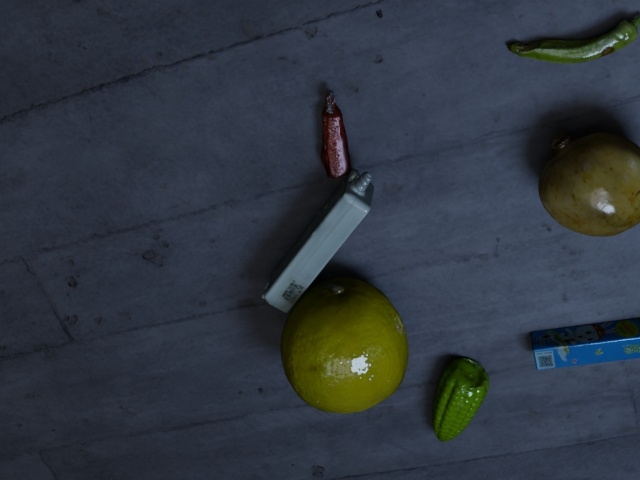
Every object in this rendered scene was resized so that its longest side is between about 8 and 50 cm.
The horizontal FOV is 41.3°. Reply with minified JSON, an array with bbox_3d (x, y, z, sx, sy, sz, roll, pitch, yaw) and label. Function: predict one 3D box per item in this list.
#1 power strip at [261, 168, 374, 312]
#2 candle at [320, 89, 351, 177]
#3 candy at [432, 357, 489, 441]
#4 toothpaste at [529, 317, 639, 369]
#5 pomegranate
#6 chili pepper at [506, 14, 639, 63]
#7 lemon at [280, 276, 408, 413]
[{"bbox_3d":[0.000,0.000,1.547,0.058,0.098,0.338,32,120,-9],"label":"power strip"},{"bbox_3d":[0.020,-0.181,1.464,0.053,0.048,0.162,9,124,26],"label":"candle"},{"bbox_3d":[0.272,0.332,1.715,0.096,0.097,0.210,13,127,0],"label":"candy"},{"bbox_3d":[0.534,0.191,1.602,0.266,0.065,0.050,-9,116,15],"label":"toothpaste"},{"bbox_3d":[0.443,-0.097,1.377,0.196,0.196,0.196,4,121,6],"label":"pomegranate"},{"bbox_3d":[0.402,-0.303,1.337,0.208,0.043,0.049,-11,131,15],"label":"chili pepper"},{"bbox_3d":[0.040,0.181,1.575,0.240,0.240,0.219,-8,112,13],"label":"lemon"}]
